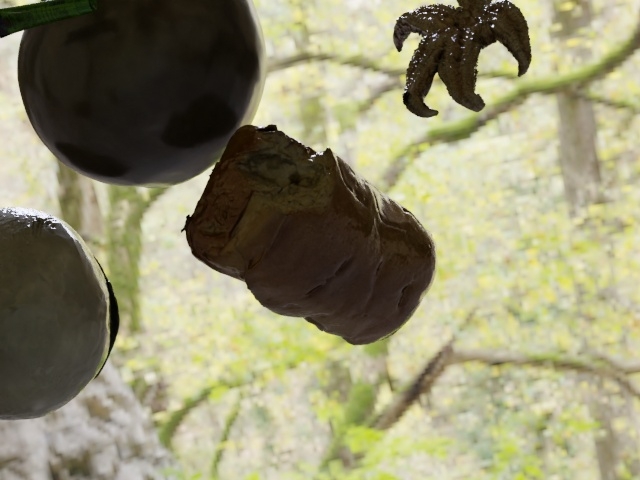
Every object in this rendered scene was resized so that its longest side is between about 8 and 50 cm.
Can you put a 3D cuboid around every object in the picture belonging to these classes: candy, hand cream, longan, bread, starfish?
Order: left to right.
[{"bbox_3d":[-0.395,0.094,1.811,0.295,0.295,0.185,-6,5,27],"label":"candy"},{"bbox_3d":[-0.302,-0.247,1.567,0.122,0.036,0.023,-10,34,15],"label":"hand cream"},{"bbox_3d":[-0.213,-0.217,1.744,0.319,0.319,0.319,-12,13,3],"label":"longan"},{"bbox_3d":[0.003,0.005,1.703,0.149,0.195,0.344,21,-5,37],"label":"bread"},{"bbox_3d":[0.148,-0.226,1.583,0.216,0.071,0.238,-4,43,37],"label":"starfish"}]
